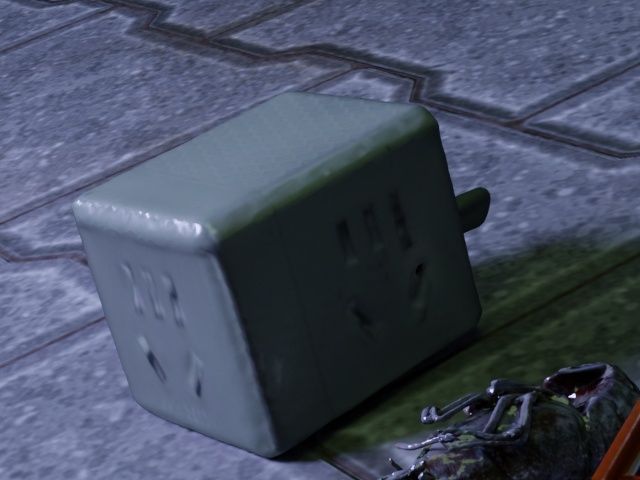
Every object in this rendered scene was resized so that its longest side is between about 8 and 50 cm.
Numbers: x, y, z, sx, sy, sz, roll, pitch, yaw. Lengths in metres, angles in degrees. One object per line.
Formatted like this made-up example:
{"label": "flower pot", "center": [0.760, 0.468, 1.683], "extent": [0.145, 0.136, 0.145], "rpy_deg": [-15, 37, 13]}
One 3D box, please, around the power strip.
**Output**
{"label": "power strip", "center": [0.000, 0.000, 0.986], "extent": [0.224, 0.140, 0.139], "rpy_deg": [-31, 25, -32]}

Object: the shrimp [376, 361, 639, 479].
{"label": "shrimp", "center": [0.077, 0.096, 0.822], "extent": [0.165, 0.057, 0.065], "rpy_deg": [-10, 36, -12]}

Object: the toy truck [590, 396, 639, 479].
{"label": "toy truck", "center": [0.163, 0.106, 0.673], "extent": [0.114, 0.107, 0.253], "rpy_deg": [0, 28, 32]}
